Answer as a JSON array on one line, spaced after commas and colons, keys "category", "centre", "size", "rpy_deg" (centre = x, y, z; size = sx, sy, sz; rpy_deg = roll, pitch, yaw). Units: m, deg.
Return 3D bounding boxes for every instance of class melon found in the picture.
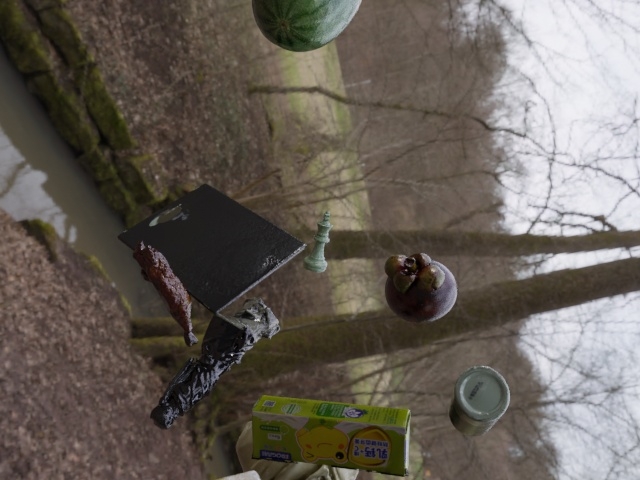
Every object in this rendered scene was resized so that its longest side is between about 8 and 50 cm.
[{"category": "melon", "centre": [-0.012, -0.441, 1.095], "size": [0.182, 0.182, 0.287], "rpy_deg": [73, 35, -56]}]

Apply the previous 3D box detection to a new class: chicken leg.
[{"category": "chicken leg", "centre": [-0.279, 0.096, 1.209], "size": [0.219, 0.048, 0.089], "rpy_deg": [57, -29, -3]}]

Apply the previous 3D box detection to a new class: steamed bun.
[{"category": "steamed bun", "centre": [-0.054, 0.541, 1.589], "size": [0.276, 0.289, 0.203], "rpy_deg": [-57, -166, 36]}]

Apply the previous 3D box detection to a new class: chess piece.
[{"category": "chess piece", "centre": [0.000, 0.000, 1.568], "size": [0.059, 0.059, 0.149], "rpy_deg": [-93, -165, -71]}]

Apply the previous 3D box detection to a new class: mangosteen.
[{"category": "mangosteen", "centre": [0.239, 0.109, 1.603], "size": [0.200, 0.200, 0.199], "rpy_deg": [-12, 90, -87]}]

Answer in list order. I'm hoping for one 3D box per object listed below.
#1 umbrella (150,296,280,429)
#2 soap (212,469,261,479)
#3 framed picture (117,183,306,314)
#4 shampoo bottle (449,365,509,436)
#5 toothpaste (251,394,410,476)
[{"category": "umbrella", "centre": [-0.240, 0.267, 1.448], "size": [0.113, 0.357, 0.106], "rpy_deg": [20, -35, 41]}, {"category": "soap", "centre": [-0.090, 0.473, 0.864], "size": [0.199, 0.091, 0.315], "rpy_deg": [14, 35, -56]}, {"category": "framed picture", "centre": [-0.227, 0.002, 1.342], "size": [0.324, 0.244, 0.013], "rpy_deg": [31, -38, 32]}, {"category": "shampoo bottle", "centre": [0.191, 0.202, 0.797], "size": [0.204, 0.065, 0.065], "rpy_deg": [70, 9, -66]}, {"category": "toothpaste", "centre": [0.019, 0.393, 1.322], "size": [0.077, 0.328, 0.110], "rpy_deg": [-43, 134, -72]}]
